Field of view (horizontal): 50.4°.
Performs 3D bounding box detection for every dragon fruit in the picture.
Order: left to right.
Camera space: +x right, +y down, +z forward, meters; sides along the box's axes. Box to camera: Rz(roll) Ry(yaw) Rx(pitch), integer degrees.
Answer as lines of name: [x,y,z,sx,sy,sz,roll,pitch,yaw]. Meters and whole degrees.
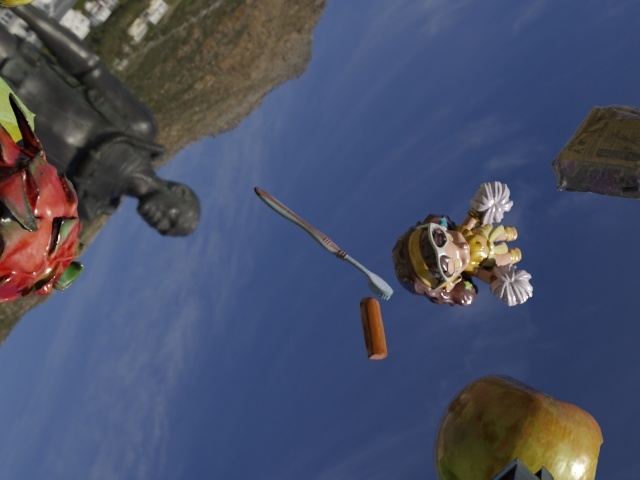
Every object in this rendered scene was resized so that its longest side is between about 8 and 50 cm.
dragon fruit: [-0.378,-0.042,0.771,0.193,0.274,0.192,-10,-147,30]

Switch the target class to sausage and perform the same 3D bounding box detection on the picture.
sausage: [0.106,0.176,1.383,0.041,0.039,0.131,129,-44,-59]

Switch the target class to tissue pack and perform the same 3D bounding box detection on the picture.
tissue pack: [0.646,-0.198,1.460,0.215,0.123,0.256,12,-139,37]

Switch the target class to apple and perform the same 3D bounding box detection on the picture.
apple: [0.410,0.458,1.443,0.339,0.339,0.340,-31,-142,28]

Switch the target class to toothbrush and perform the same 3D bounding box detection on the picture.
toothbrush: [0.000,0.000,0.729,0.013,0.193,0.019,-42,163,-34]

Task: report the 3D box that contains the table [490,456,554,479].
table: [0.213,0.342,0.841,0.146,0.175,0.062,-46,-103,14]

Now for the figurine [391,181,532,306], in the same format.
figurine: [0.208,0.016,0.963,0.116,0.240,0.175,-26,-104,58]

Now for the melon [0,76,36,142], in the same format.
melon: [-0.540,-0.143,0.965,0.343,0.226,0.331,-127,-139,-65]

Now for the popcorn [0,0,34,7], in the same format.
popcorn: [-0.437,-0.411,0.941,0.226,0.203,0.200,-10,-97,37]
